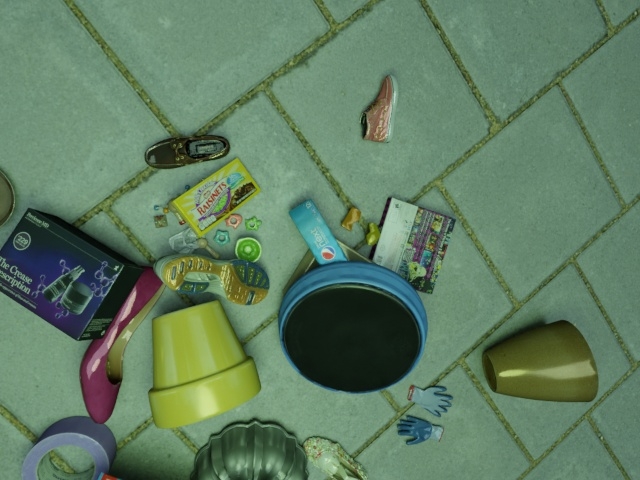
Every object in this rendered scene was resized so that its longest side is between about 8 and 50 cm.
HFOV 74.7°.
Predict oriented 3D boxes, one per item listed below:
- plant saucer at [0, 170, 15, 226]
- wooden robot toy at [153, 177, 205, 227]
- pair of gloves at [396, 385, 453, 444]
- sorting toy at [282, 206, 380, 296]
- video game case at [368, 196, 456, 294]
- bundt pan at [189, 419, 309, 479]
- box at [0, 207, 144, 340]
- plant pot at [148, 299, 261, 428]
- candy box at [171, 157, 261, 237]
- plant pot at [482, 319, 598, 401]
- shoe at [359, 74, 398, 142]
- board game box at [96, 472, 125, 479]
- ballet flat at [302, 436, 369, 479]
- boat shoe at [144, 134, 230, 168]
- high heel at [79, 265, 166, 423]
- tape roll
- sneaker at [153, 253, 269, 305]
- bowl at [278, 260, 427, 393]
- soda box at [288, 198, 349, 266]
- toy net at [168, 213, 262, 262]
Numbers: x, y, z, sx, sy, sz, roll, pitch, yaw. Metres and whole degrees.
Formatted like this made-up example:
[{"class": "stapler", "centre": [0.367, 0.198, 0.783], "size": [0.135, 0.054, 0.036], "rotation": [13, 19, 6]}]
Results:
[{"class": "plant saucer", "centre": [-0.776, -0.097, 0.942], "size": [0.168, 0.029, 0.169], "rotation": [-1, 96, -13]}, {"class": "wooden robot toy", "centre": [-0.338, -0.083, 1.023], "size": [0.173, 0.079, 0.076], "rotation": [-36, 103, -7]}, {"class": "pair of gloves", "centre": [0.320, 0.537, 1.286], "size": [0.159, 0.023, 0.199], "rotation": [18, 91, -13]}, {"class": "sorting toy", "centre": [0.068, 0.078, 1.149], "size": [0.228, 0.041, 0.308], "rotation": [32, 88, -1]}, {"class": "video game case", "centre": [0.256, 0.017, 1.196], "size": [0.210, 0.042, 0.233], "rotation": [16, 93, -13]}, {"class": "bundt pan", "centre": [-0.185, 0.664, 1.112], "size": [0.329, 0.124, 0.332], "rotation": [-2, 101, -9]}, {"class": "box", "centre": [-0.561, 0.074, 0.926], "size": [0.261, 0.103, 0.185], "rotation": [29, 81, 7]}, {"class": "plant pot", "centre": [-0.291, 0.279, 1.005], "size": [0.253, 0.254, 0.239], "rotation": [-14, 84, -12]}, {"class": "candy box", "centre": [-0.250, -0.108, 1.029], "size": [0.206, 0.027, 0.105], "rotation": [-44, 104, -31]}, {"class": "plant pot", "centre": [0.631, 0.376, 1.257], "size": [0.253, 0.237, 0.238], "rotation": [-9, 99, 4]}, {"class": "shoe", "centre": [0.154, -0.352, 1.117], "size": [0.081, 0.063, 0.178], "rotation": [0, 101, -19]}, {"class": "board game box", "centre": [-0.417, 0.697, 0.997], "size": [0.301, 0.086, 0.308], "rotation": [25, 127, -9]}, {"class": "ballet flat", "centre": [0.054, 0.651, 1.207], "size": [0.240, 0.077, 0.091], "rotation": [38, 88, -14]}, {"class": "boat shoe", "centre": [-0.323, -0.219, 1.015], "size": [0.206, 0.073, 0.073], "rotation": [-14, 101, -10]}, {"class": "high heel", "centre": [-0.460, 0.250, 1.005], "size": [0.181, 0.127, 0.378], "rotation": [2, 94, -6]}, {"class": "tape roll", "centre": [-0.612, 0.540, 1.031], "size": [0.188, 0.080, 0.189], "rotation": [-1, 97, -13]}, {"class": "sneaker", "centre": [-0.262, 0.083, 1.040], "size": [0.296, 0.130, 0.112], "rotation": [22, 83, -43]}, {"class": "bowl", "centre": [0.079, 0.238, 1.077], "size": [0.390, 0.077, 0.392], "rotation": [3, 118, 5]}, {"class": "soda box", "centre": [0.000, 0.000, 1.093], "size": [0.071, 0.067, 0.210], "rotation": [-31, 88, 0]}, {"class": "toy net", "centre": [-0.266, -0.007, 1.067], "size": [0.231, 0.045, 0.122], "rotation": [2, 97, -14]}]
